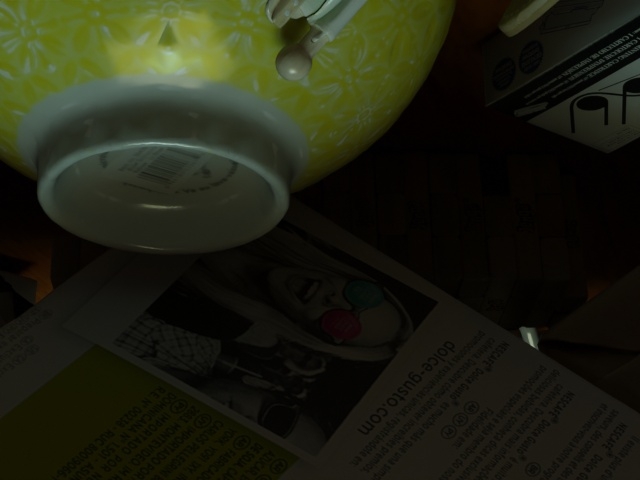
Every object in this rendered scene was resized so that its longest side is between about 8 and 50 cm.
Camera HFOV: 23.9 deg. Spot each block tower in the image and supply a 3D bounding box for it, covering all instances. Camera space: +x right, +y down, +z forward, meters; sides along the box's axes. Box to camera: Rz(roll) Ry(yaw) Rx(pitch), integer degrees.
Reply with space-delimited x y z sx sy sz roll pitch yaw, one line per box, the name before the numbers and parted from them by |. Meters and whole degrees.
block tower | 0.000 0.000 0.976 0.336 0.097 0.091 -1 156 -3

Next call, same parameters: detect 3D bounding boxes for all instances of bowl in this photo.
bowl | -0.072 -0.086 0.718 0.290 0.156 0.289 0 155 0

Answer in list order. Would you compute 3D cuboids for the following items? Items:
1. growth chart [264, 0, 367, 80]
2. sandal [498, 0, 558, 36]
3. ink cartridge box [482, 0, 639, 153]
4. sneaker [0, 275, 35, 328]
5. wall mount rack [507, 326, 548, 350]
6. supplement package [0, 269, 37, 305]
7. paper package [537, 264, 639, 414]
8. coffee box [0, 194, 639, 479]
growth chart | 0.005 -0.181 0.549 0.021 0.172 0.237 38 171 35
sandal | 0.130 -0.187 0.628 0.079 0.088 0.240 40 135 -9
ink cartridge box | 0.189 -0.115 0.784 0.097 0.046 0.207 16 150 -33
sneaker | -0.258 0.069 0.953 0.330 0.146 0.122 44 168 -23
wall mount rack | 0.074 0.125 1.217 0.350 0.130 0.304 -11 120 19
supplement package | -0.365 0.131 1.114 0.199 0.198 0.263 18 152 -34
paper package | 0.305 0.096 0.960 0.309 0.168 0.325 -32 154 -5
coffee box | -0.044 0.233 0.792 0.334 0.338 0.337 32 133 19
